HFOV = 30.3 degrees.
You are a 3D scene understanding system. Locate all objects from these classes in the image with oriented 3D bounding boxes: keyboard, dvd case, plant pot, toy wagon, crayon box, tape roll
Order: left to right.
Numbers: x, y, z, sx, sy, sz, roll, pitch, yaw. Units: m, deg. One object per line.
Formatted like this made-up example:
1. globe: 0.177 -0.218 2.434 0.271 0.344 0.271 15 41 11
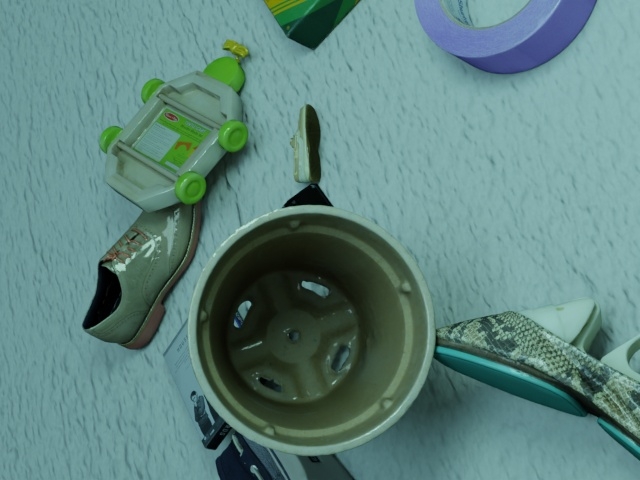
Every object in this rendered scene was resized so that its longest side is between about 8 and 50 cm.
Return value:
1. toy wagon: -0.237 -0.208 2.114 0.267 0.068 0.344 31 77 41
2. dvd case: -0.180 0.208 2.000 0.179 0.029 0.239 -54 40 19
3. plant pot: -0.027 0.136 1.714 0.333 0.305 0.334 1 83 -6
4. keyboard: 0.000 0.000 1.946 0.100 0.038 0.192 -33 57 1
5. crayon box: 0.026 -0.510 2.003 0.318 0.081 0.202 -45 56 21
6. tape roll: 0.277 -0.394 1.771 0.274 0.090 0.275 -9 75 37

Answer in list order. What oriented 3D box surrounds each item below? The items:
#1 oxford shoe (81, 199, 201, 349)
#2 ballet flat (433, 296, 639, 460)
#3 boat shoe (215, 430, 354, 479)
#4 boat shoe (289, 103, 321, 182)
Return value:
1. oxford shoe: -0.319 0.028 2.120 0.123 0.130 0.348 21 92 42
2. ballet flat: 0.376 0.182 1.535 0.482 0.164 0.182 28 80 33
3. boat shoe: -0.042 0.404 1.832 0.158 0.127 0.340 -56 44 20
4. boat shoe: -0.029 -0.162 1.986 0.045 0.050 0.135 -9 74 31
